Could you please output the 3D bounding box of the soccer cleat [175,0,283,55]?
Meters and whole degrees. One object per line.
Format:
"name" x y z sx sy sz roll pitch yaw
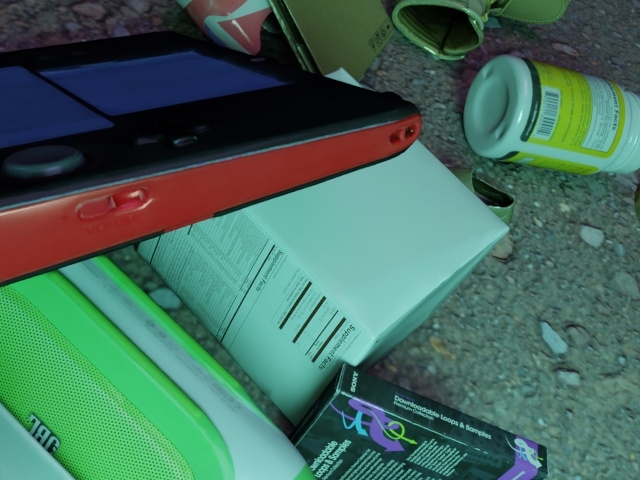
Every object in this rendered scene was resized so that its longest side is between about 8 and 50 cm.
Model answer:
"soccer cleat" -0.049 -0.306 0.957 0.116 0.108 0.318 54 40 -12

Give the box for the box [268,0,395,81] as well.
"box" 0.014 -0.266 0.933 0.164 0.021 0.201 60 39 -24

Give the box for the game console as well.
"game console" -0.176 -0.085 0.553 0.341 0.060 0.386 -21 30 -26

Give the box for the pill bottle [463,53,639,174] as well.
"pill bottle" 0.285 -0.141 0.967 0.208 0.119 0.119 8 50 -23

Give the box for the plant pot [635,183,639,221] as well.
"plant pot" 0.506 -0.006 1.032 0.236 0.032 0.236 14 47 -16

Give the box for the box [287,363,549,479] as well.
"box" 0.064 0.157 0.597 0.162 0.116 0.029 23 44 -9

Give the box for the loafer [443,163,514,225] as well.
"loafer" 0.141 -0.057 0.867 0.147 0.050 0.056 24 45 -8

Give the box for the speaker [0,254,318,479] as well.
"speaker" -0.139 0.101 0.528 0.296 0.131 0.131 42 46 10

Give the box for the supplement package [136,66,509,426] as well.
"supplement package" 0.000 0.000 0.672 0.203 0.149 0.194 46 47 13

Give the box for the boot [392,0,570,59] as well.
"boot" 0.218 -0.312 1.093 0.261 0.095 0.204 18 46 -11

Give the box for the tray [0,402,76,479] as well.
"tray" -0.153 0.214 0.456 0.270 0.030 0.145 42 87 9
